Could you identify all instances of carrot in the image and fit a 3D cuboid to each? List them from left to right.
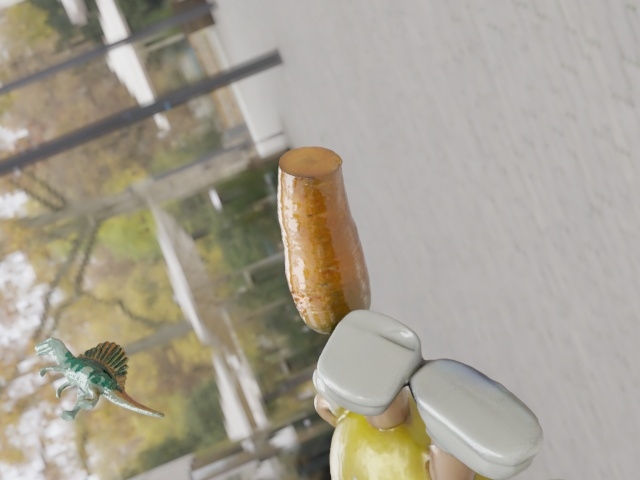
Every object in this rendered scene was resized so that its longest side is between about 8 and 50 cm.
[{"bbox_3d":[0.000,0.000,1.389,0.087,0.087,0.193,-117,14,-62],"label":"carrot"}]

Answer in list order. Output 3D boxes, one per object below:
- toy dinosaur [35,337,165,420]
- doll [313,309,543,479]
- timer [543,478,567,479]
[{"bbox_3d":[-0.273,0.169,1.751,0.044,0.187,0.106,69,-155,-49],"label":"toy dinosaur"},{"bbox_3d":[0.112,0.233,1.358,0.348,0.161,0.423,26,148,52],"label":"doll"},{"bbox_3d":[0.219,0.349,1.150,0.266,0.175,0.175,51,169,31],"label":"timer"}]
